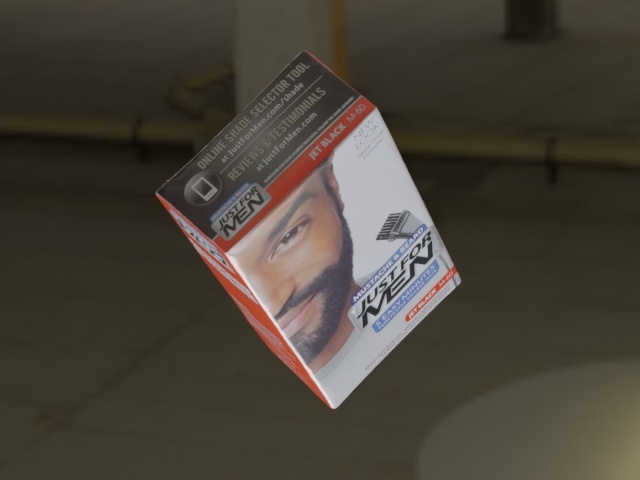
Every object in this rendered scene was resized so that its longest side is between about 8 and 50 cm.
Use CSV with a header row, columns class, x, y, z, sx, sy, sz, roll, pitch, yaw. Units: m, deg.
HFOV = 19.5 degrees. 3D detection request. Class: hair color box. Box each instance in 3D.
class,x,y,z,sx,sy,sz,roll,pitch,yaw
hair color box,0.000,0.000,0.852,0.093,0.167,0.053,-45,-123,-8
